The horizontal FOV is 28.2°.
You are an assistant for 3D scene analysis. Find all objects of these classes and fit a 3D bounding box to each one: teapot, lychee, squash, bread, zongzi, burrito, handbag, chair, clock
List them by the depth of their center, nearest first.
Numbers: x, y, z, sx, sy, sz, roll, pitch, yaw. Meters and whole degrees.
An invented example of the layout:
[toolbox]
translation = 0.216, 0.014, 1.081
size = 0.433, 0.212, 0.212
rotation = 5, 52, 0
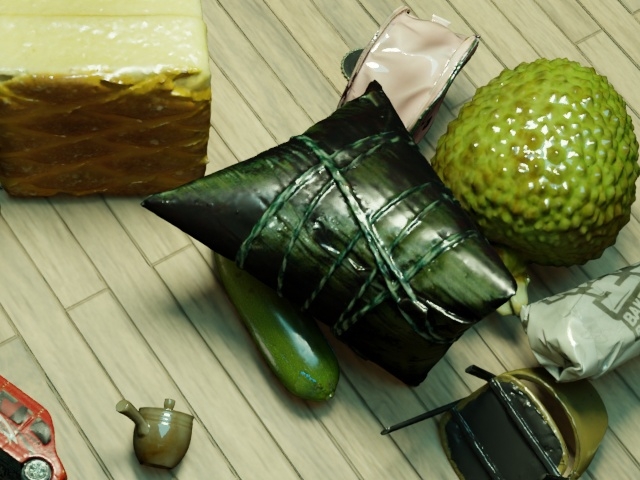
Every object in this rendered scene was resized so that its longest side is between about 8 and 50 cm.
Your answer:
[teapot]
translation = -0.202, 0.216, 1.464
size = 0.085, 0.110, 0.080
rotation = -4, 68, 36
[zongzi]
translation = 0.000, 0.000, 1.480
size = 0.362, 0.319, 0.383
rotation = -18, 67, -25
[chair]
translation = 0.225, 0.235, 1.509
size = 0.158, 0.172, 0.247
rotation = 56, 22, 20
[bread]
translation = -0.272, -0.200, 1.574
size = 0.279, 0.279, 0.207
rotation = 0, 61, -12
[squash]
translation = -0.072, 0.058, 1.585
size = 0.087, 0.087, 0.331
rotation = -19, 66, -21
[lychee]
translation = 0.269, -0.078, 1.615
size = 0.270, 0.270, 0.320
rotation = 23, 54, 2
[burrito]
translation = 0.422, 0.078, 1.628
size = 0.445, 0.139, 0.101
rotation = -18, 106, -37
[handbag]
translation = 0.113, -0.211, 1.712
size = 0.116, 0.205, 0.179
rotation = 32, 24, 5
[clock]
translation = 0.070, -0.247, 1.827
size = 0.083, 0.010, 0.074
rotation = 2, 61, -11

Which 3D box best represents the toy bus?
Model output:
[toy bus]
translation = -0.356, 0.220, 1.438
size = 0.195, 0.081, 0.089
rotation = 34, 51, 10
